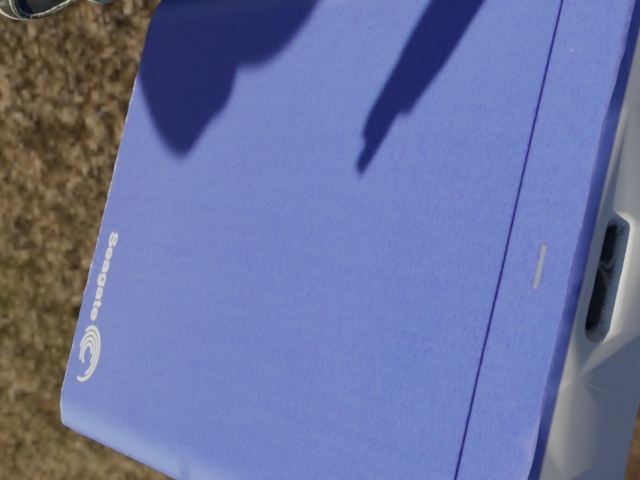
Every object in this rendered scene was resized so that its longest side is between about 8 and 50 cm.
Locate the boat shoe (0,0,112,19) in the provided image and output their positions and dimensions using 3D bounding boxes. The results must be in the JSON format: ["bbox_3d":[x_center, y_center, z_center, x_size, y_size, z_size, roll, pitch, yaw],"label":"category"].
[{"bbox_3d":[-0.118,-0.164,0.733,0.078,0.070,0.219,-1,158,-36],"label":"boat shoe"}]

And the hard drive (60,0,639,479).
[{"bbox_3d":[0.000,0.000,0.536,0.040,0.210,0.319,15,176,-33],"label":"hard drive"}]
